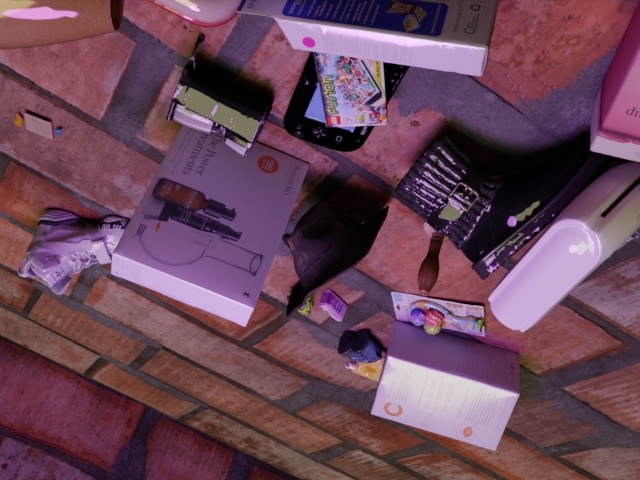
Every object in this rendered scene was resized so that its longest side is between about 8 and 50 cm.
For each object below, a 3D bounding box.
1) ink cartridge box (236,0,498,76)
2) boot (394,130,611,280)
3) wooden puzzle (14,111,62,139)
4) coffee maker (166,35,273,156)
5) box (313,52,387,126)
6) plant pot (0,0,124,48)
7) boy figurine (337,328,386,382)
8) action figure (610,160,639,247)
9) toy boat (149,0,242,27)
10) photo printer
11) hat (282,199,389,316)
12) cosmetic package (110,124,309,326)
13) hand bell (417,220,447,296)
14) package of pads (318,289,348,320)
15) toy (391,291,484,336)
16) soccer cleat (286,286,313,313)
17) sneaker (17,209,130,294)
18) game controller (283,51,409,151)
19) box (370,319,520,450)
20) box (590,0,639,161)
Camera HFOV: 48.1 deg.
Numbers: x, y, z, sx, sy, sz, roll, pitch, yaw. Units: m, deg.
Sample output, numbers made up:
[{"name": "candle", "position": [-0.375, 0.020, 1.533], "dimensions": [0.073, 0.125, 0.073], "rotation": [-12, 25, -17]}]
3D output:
[{"name": "ink cartridge box", "position": [0.078, -0.351, 1.081], "dimensions": [0.370, 0.176, 0.069], "rotation": [13, 146, 10]}, {"name": "boot", "position": [0.326, -0.122, 1.321], "dimensions": [0.348, 0.131, 0.260], "rotation": [-45, 79, 20]}, {"name": "wooden puzzle", "position": [-0.666, -0.273, 1.695], "dimensions": [0.116, 0.014, 0.078], "rotation": [25, 149, -8]}, {"name": "coffee maker", "position": [-0.186, -0.265, 1.378], "dimensions": [0.178, 0.120, 0.171], "rotation": [23, 145, -7]}, {"name": "box", "position": [0.054, -0.275, 1.221], "dimensions": [0.114, 0.036, 0.207], "rotation": [-2, 148, 8]}, {"name": "plant pot", "position": [-0.475, -0.431, 1.226], "dimensions": [0.254, 0.237, 0.237], "rotation": [6, 146, -6]}, {"name": "boy figurine", "position": [0.157, 0.373, 2.119], "dimensions": [0.177, 0.092, 0.285], "rotation": [-11, 132, 33]}, {"name": "action figure", "position": [0.571, -0.040, 1.371], "dimensions": [0.137, 0.063, 0.232], "rotation": [26, 143, 9]}, {"name": "toy boat", "position": [-0.231, -0.439, 1.173], "dimensions": [0.231, 0.151, 0.151], "rotation": [26, 175, -9]}, {"name": "photo printer", "position": [0.450, 0.004, 1.257], "dimensions": [0.107, 0.256, 0.308], "rotation": [45, 144, 15]}, {"name": "hat", "position": [0.000, 0.000, 1.510], "dimensions": [0.134, 0.331, 0.331], "rotation": [47, 140, -7]}, {"name": "cosmetic package", "position": [-0.213, -0.050, 1.459], "dimensions": [0.284, 0.377, 0.097], "rotation": [23, 146, -6]}, {"name": "hand bell", "position": [0.234, 0.009, 1.444], "dimensions": [0.126, 0.242, 0.126], "rotation": [12, 145, 9]}, {"name": "package of pads", "position": [0.036, 0.176, 1.939], "dimensions": [0.032, 0.050, 0.083], "rotation": [-10, 136, 43]}, {"name": "toy", "position": [0.299, 0.205, 1.847], "dimensions": [0.237, 0.056, 0.137], "rotation": [6, 142, 19]}, {"name": "soccer cleat", "position": [-0.055, 0.146, 1.936], "dimensions": [0.072, 0.060, 0.179], "rotation": [17, 148, 6]}, {"name": "sneaker", "position": [-0.634, 0.043, 1.939], "dimensions": [0.365, 0.210, 0.137], "rotation": [9, 145, 14]}, {"name": "game controller", "position": [0.044, -0.275, 1.300], "dimensions": [0.166, 0.067, 0.319], "rotation": [23, 146, -6]}, {"name": "box", "position": [0.333, 0.385, 1.922], "dimensions": [0.345, 0.168, 0.215], "rotation": [15, 122, 6]}, {"name": "box", "position": [0.515, -0.238, 1.070], "dimensions": [0.148, 0.127, 0.232], "rotation": [14, 145, 8]}]
